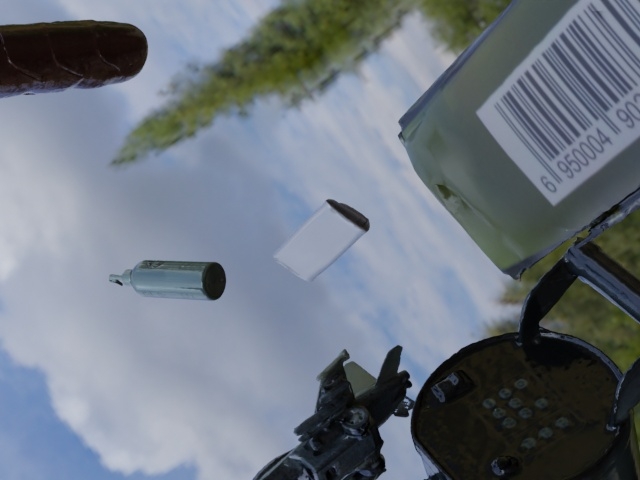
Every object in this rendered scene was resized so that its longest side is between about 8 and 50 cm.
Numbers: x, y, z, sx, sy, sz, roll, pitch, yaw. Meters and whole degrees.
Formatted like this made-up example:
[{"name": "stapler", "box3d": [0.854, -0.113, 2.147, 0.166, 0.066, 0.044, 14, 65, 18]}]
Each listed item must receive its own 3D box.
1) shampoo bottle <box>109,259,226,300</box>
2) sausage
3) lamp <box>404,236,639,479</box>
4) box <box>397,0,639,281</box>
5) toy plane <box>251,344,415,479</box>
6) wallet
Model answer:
[{"name": "shampoo bottle", "box3d": [-0.226, 0.055, 1.918, 0.056, 0.195, 0.056, -2, -88, -58]}, {"name": "sausage", "box3d": [-0.343, -0.193, 1.456, 0.433, 0.088, 0.088, -16, -109, -49]}, {"name": "lamp", "box3d": [0.216, 0.227, 1.297, 0.272, 0.374, 0.205, 47, 178, -41]}, {"name": "box", "box3d": [0.277, -0.188, 0.779, 0.138, 0.420, 0.373, 49, 156, 3]}, {"name": "toy plane", "box3d": [-0.001, 0.216, 1.335, 0.088, 0.262, 0.192, 23, 147, 37]}, {"name": "wallet", "box3d": [0.000, 0.000, 1.547, 0.061, 0.122, 0.025, 30, -135, -17]}]
